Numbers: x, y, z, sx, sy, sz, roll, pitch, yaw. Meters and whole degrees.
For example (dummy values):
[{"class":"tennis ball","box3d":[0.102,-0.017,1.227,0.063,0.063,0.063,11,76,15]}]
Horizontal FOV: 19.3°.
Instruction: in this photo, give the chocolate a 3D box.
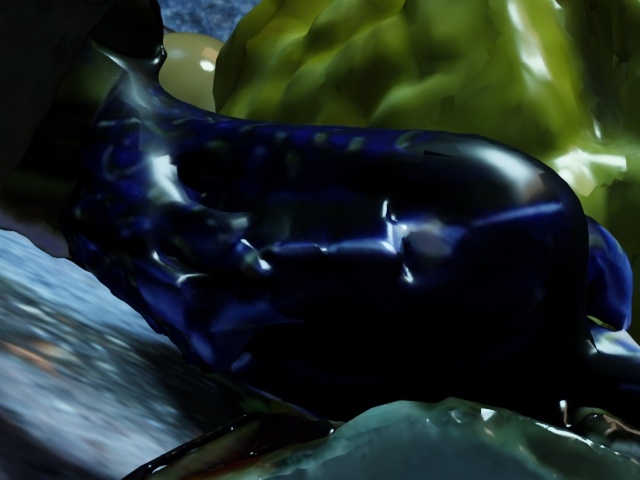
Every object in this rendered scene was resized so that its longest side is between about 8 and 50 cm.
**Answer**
[{"class":"chocolate","box3d":[-0.050,-0.016,0.527,0.343,0.148,0.126,24,43,30]}]

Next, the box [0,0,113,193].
[{"class":"box","box3d":[-0.182,-0.057,0.391,0.184,0.143,0.273,24,9,-32]}]

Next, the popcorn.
[{"class":"popcorn","box3d":[0.078,-0.010,0.686,0.225,0.249,0.249,17,12,-40]}]

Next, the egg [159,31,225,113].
[{"class":"egg","box3d":[-0.107,-0.130,1.519,0.096,0.080,0.080,27,6,12]}]

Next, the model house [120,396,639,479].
[{"class":"model house","box3d":[0.037,0.074,0.425,0.165,0.106,0.152,33,8,3]}]
